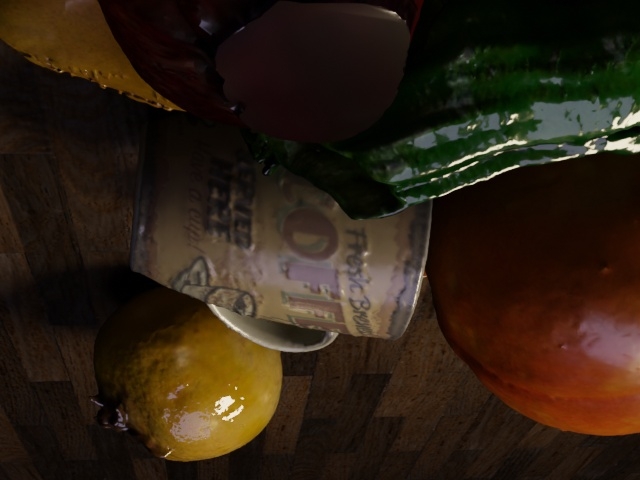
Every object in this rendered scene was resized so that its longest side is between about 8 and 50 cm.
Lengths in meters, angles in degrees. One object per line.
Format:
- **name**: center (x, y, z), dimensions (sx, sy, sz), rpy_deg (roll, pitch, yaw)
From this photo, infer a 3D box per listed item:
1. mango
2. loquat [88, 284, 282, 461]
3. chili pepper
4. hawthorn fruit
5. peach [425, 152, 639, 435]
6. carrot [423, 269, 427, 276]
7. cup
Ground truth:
- **mango**: center (-0.115, -0.166, 0.882), dimensions (0.248, 0.156, 0.151), rpy_deg (6, 155, -10)
- **loquat**: center (-0.171, 0.165, 1.543), dimensions (0.244, 0.244, 0.244), rpy_deg (-2, 156, -1)
- **chili pepper**: center (0.099, -0.135, 0.960), dimensions (0.385, 0.213, 0.167), rpy_deg (-6, 114, 9)
- **hawthorn fruit**: center (-0.028, -0.188, 0.730), dimensions (0.215, 0.250, 0.215), rpy_deg (9, 147, 6)
- **peach**: center (0.248, 0.021, 1.149), dimensions (0.301, 0.343, 0.343), rpy_deg (-19, 154, 9)
- **carrot**: center (0.114, 0.016, 1.459), dimensions (0.069, 0.069, 0.336), rpy_deg (12, 159, -30)
- **cup**: center (-0.049, -0.006, 1.168), dimensions (0.257, 0.227, 0.301), rpy_deg (6, 137, -6)
